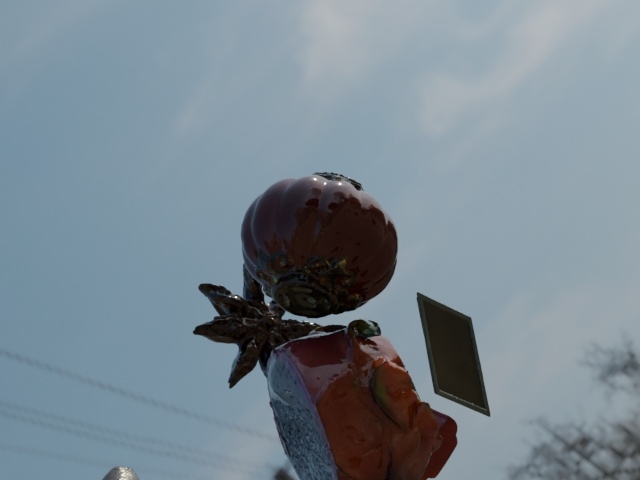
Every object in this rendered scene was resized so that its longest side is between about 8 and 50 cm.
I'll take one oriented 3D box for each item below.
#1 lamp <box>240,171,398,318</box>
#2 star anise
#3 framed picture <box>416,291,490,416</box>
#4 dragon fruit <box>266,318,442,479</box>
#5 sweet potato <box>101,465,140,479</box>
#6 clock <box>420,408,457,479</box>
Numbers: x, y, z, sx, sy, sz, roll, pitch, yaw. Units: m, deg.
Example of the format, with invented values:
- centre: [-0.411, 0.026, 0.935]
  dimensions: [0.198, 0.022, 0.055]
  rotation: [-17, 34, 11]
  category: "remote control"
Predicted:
- centre: [0.000, 0.000, 2.088]
  dimensions: [0.227, 0.227, 0.227]
  rotation: [-42, -26, -26]
  category: "lamp"
- centre: [-0.101, 0.165, 2.705]
  dimensions: [0.288, 0.288, 0.088]
  rotation: [-34, -1, -38]
  category: "star anise"
- centre: [0.209, 0.181, 2.358]
  dimensions: [0.011, 0.183, 0.142]
  rotation: [-31, -38, 32]
  category: "framed picture"
- centre: [0.052, 0.241, 2.092]
  dimensions: [0.189, 0.291, 0.291]
  rotation: [-23, -33, -16]
  category: "dragon fruit"
- centre: [-0.343, 0.462, 2.604]
  dimensions: [0.075, 0.075, 0.273]
  rotation: [-55, 18, 5]
  category: "sweet potato"
- centre: [0.140, 0.316, 2.381]
  dimensions: [0.061, 0.155, 0.113]
  rotation: [44, -105, -37]
  category: "clock"
